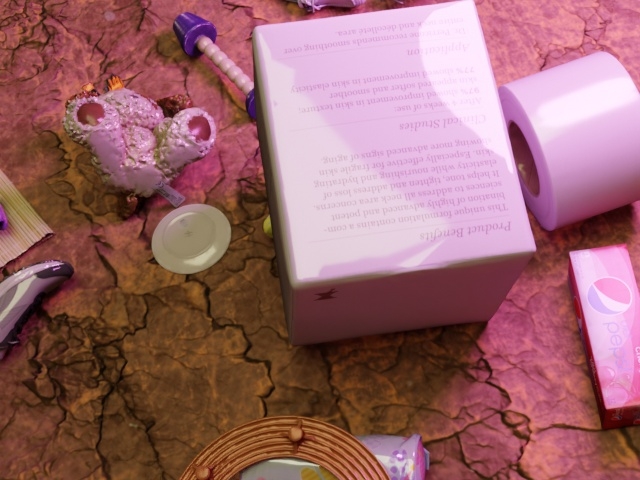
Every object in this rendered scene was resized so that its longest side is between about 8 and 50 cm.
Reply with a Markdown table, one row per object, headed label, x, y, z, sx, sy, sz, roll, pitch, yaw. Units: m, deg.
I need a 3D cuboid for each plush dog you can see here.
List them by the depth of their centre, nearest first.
| label | x | y | z | sx | sy | sz | roll | pitch | yaw |
| --- | --- | --- | --- | --- | --- | --- | --- | --- | --- |
| plush dog | -0.335 | -0.184 | 1.885 | 0.263 | 0.210 | 0.225 | 4 | 40 | -19 |

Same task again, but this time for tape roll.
| label | x | y | z | sx | sy | sz | roll | pitch | yaw |
| --- | --- | --- | --- | --- | --- | --- | --- | --- | --- |
| tape roll | 0.396 | -0.155 | 1.665 | 0.169 | 0.246 | 0.246 | -19 | 58 | -2 |

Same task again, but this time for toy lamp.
| label | x | y | z | sx | sy | sz | roll | pitch | yaw |
| --- | --- | --- | --- | --- | --- | --- | --- | --- | --- |
| toy lamp | -0.183 | -0.335 | 1.981 | 0.080 | 0.080 | 0.275 | -39 | 60 | -13 |

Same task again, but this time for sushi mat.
| label | x | y | z | sx | sy | sz | roll | pitch | yaw |
| --- | --- | --- | --- | --- | --- | --- | --- | --- | --- |
| sushi mat | -0.626 | -0.065 | 1.935 | 0.151 | 0.019 | 0.316 | -39 | 60 | -12 |

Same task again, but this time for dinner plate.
| label | x | y | z | sx | sy | sz | roll | pitch | yaw |
| --- | --- | --- | --- | --- | --- | --- | --- | --- | --- |
| dinner plate | -0.224 | -0.007 | 1.827 | 0.141 | 0.017 | 0.141 | -5 | 57 | 8 |

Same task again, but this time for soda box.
| label | x | y | z | sx | sy | sz | roll | pitch | yaw |
| --- | --- | --- | --- | --- | --- | --- | --- | --- | --- |
| soda box | 0.435 | 0.140 | 1.574 | 0.092 | 0.083 | 0.263 | -9 | 57 | 5 |

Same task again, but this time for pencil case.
| label | x | y | z | sx | sy | sz | roll | pitch | yaw |
| --- | --- | --- | --- | --- | --- | --- | --- | --- | --- |
| pencil case | 0.016 | 0.331 | 1.520 | 0.273 | 0.124 | 0.113 | -1 | 89 | 11 |

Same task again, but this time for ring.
| label | x | y | z | sx | sy | sz | roll | pitch | yaw |
| --- | --- | --- | --- | --- | --- | --- | --- | --- | --- |
| ring | -0.055 | 0.394 | 1.415 | 0.337 | 0.032 | 0.336 | -4 | 66 | 8 |

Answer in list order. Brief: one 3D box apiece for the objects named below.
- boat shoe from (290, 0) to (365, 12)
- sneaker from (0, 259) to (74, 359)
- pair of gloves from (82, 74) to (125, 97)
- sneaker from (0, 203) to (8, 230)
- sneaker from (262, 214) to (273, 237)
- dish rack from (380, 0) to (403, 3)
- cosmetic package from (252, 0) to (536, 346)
| label | x | y | z | sx | sy | sz | roll | pitch | yaw |
| --- | --- | --- | --- | --- | --- | --- | --- | --- | --- |
| boat shoe | -0.018 | -0.476 | 2.042 | 0.228 | 0.079 | 0.081 | 23 | 72 | 29 |
| sneaker | -0.521 | 0.128 | 1.766 | 0.271 | 0.100 | 0.108 | -37 | 84 | -16 |
| pair of gloves | -0.415 | -0.283 | 2.032 | 0.083 | 0.010 | 0.074 | -22 | 58 | -2 |
| sneaker | -0.642 | -0.003 | 1.842 | 0.236 | 0.095 | 0.104 | -39 | 68 | -12 |
| sneaker | 0.000 | 0.000 | 1.744 | 0.209 | 0.081 | 0.094 | 7 | 66 | 16 |
| dish rack | 0.121 | -0.554 | 2.064 | 0.272 | 0.074 | 0.208 | 31 | 70 | 23 |
| cosmetic package | 0.085 | -0.087 | 1.565 | 0.330 | 0.327 | 0.393 | -7 | 71 | -5 |
